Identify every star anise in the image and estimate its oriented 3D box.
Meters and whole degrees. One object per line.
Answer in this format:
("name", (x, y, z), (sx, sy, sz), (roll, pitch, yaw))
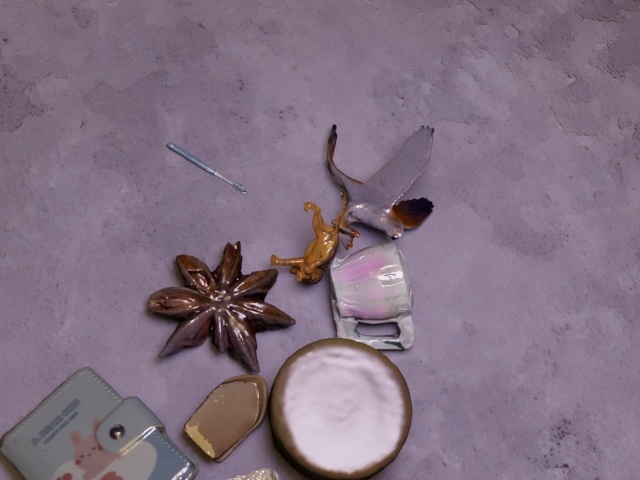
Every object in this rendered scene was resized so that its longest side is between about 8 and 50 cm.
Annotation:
("star anise", (-0.209, 0.149, 1.678), (0.315, 0.108, 0.315), (3, 70, -7))

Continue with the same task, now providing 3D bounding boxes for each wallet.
("wallet", (-0.421, 0.415, 1.532), (0.360, 0.083, 0.252), (35, 64, 25))

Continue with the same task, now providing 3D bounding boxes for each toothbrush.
("toothbrush", (-0.263, -0.169, 1.848), (0.219, 0.019, 0.016), (32, 73, 8))

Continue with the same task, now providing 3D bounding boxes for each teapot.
("teapot", (0.104, 0.120, 1.716), (0.178, 0.222, 0.163), (-12, 30, 0))

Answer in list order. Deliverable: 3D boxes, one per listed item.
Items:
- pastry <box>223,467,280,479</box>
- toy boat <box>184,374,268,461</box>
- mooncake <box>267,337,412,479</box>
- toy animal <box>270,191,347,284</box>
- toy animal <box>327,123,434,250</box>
("pastry", (-0.191, 0.519, 1.529), (0.258, 0.121, 0.089), (-23, 44, -6))
("toy boat", (-0.181, 0.345, 1.598), (0.116, 0.061, 0.188), (42, 85, 10))
("mooncake", (0.034, 0.344, 1.593), (0.284, 0.155, 0.284), (1, 67, -2))
("toy animal", (0.004, 0.007, 1.668), (0.116, 0.255, 0.114), (-4, 50, -43))
("toy animal", (0.088, -0.122, 1.765), (0.284, 0.225, 0.302), (20, 53, 20))
